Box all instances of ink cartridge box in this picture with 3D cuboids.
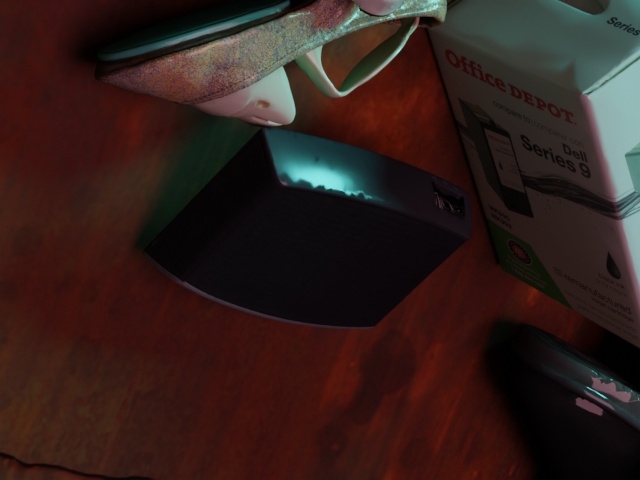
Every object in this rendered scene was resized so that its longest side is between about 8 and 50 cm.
[{"bbox_3d":[0.227,-0.076,1.636,0.121,0.211,0.289,-36,129,-19],"label":"ink cartridge box"}]

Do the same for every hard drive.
[{"bbox_3d":[0.000,0.000,1.542,0.255,0.054,0.172,15,130,-46],"label":"hard drive"}]

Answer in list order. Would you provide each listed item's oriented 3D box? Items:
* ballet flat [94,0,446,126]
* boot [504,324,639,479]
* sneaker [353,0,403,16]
[{"bbox_3d":[-0.022,-0.148,1.451,0.316,0.107,0.106,-27,108,-27],"label":"ballet flat"},{"bbox_3d":[0.199,0.337,1.879,0.367,0.146,0.445,32,93,-43],"label":"boot"},{"bbox_3d":[0.011,-0.275,1.376,0.234,0.106,0.078,52,55,-11],"label":"sneaker"}]
